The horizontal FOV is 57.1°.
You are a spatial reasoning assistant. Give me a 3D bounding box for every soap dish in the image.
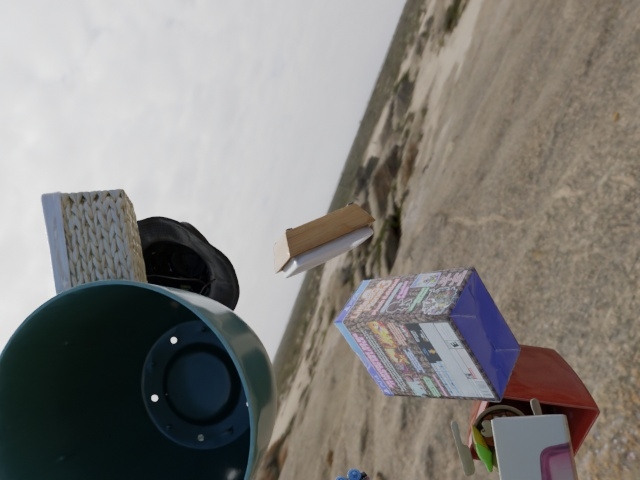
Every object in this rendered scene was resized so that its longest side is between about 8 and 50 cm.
[{"bbox_3d":[0.000,0.000,1.802,0.291,0.118,0.229,-23,-8,-20],"label":"soap dish"}]

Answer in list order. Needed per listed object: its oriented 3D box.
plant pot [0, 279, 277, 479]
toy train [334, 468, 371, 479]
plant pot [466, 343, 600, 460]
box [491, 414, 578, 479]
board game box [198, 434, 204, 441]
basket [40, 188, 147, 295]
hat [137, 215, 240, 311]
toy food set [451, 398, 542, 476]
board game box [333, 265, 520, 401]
[{"bbox_3d":[-0.182,0.189,0.692,0.235,0.293,0.292,12,-79,-79],"label":"plant pot"},{"bbox_3d":[0.079,0.761,1.752,0.184,0.105,0.080,-21,-45,-28],"label":"toy train"},{"bbox_3d":[0.539,0.424,1.576,0.235,0.268,0.267,-81,-3,-54],"label":"plant pot"},{"bbox_3d":[0.394,0.434,1.052,0.149,0.127,0.232,35,-132,-62],"label":"box"},{"bbox_3d":[-0.241,0.375,0.779,0.046,0.318,0.213,92,157,-49],"label":"board game box"},{"bbox_3d":[-0.296,0.019,0.789,0.113,0.103,0.167,130,128,-76],"label":"basket"},{"bbox_3d":[-0.323,0.049,1.397,0.134,0.332,0.331,-72,2,-49],"label":"hat"},{"bbox_3d":[0.369,0.399,1.183,0.038,0.192,0.132,33,-141,-87],"label":"toy food set"},{"bbox_3d":[0.219,0.198,1.220,0.291,0.232,0.141,-11,30,45],"label":"board game box"}]
